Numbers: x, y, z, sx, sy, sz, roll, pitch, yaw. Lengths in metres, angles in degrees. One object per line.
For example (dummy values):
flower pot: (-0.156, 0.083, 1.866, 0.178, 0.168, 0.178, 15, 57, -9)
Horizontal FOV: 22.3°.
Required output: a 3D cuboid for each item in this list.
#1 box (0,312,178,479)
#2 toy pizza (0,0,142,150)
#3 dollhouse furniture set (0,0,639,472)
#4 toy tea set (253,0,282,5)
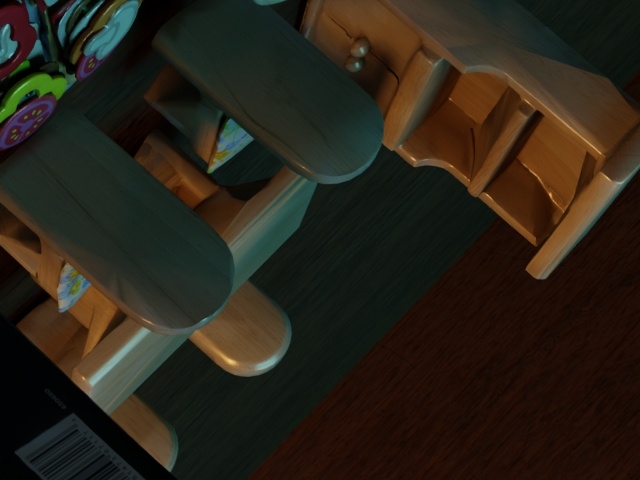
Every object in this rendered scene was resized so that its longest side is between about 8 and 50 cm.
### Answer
box: (-0.207, 0.090, 0.665, 0.103, 0.261, 0.184, -34, 161, -49)
toy pizza: (-0.141, -0.109, 0.828, 0.201, 0.032, 0.201, -46, 168, -13)
dollhouse furniture set: (0.000, 0.000, 1.093, 0.394, 0.256, 0.362, -45, 171, -24)
toy tea set: (0.052, -0.257, 0.788, 0.200, 0.124, 0.336, -35, 158, -50)
